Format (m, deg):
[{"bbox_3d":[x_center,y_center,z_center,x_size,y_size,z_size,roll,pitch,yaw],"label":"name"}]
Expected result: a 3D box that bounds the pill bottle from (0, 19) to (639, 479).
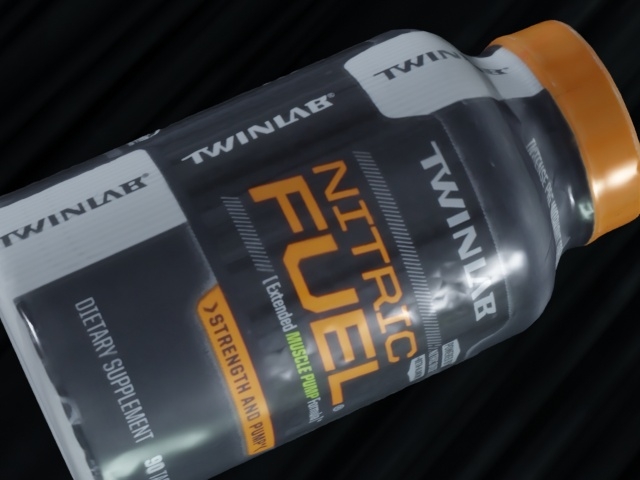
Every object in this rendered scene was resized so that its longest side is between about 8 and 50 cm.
[{"bbox_3d":[0.000,0.000,0.744,0.130,0.246,0.130,61,169,21],"label":"pill bottle"}]
